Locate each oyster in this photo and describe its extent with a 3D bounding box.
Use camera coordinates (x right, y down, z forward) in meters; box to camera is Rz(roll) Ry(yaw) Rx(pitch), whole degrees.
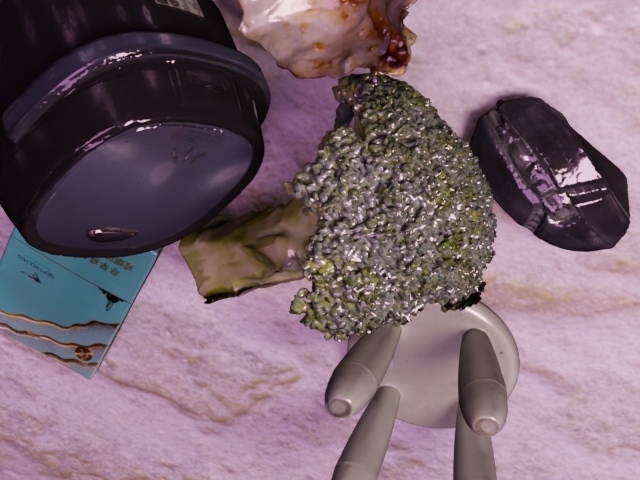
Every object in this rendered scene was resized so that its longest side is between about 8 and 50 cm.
[{"bbox_3d":[0.002,-0.301,0.833,0.198,0.133,0.337,4,120,15],"label":"oyster"}]

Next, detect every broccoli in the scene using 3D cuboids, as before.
[{"bbox_3d":[0.010,-0.019,0.975,0.221,0.252,0.361,47,163,-23],"label":"broccoli"}]

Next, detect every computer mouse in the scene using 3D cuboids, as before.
[{"bbox_3d":[0.225,-0.053,0.967,0.106,0.062,0.192,-35,109,32],"label":"computer mouse"}]

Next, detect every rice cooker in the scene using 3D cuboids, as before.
[{"bbox_3d":[-0.189,-0.130,0.907,0.267,0.267,0.224,-39,62,31],"label":"rice cooker"}]

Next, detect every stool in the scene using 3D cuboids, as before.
[{"bbox_3d":[0.107,0.175,1.060,0.195,0.198,0.195,6,120,12],"label":"stool"}]

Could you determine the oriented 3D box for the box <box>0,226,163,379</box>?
[{"bbox_3d":[-0.297,0.045,1.178,0.162,0.041,0.229,30,123,-4],"label":"box"}]
